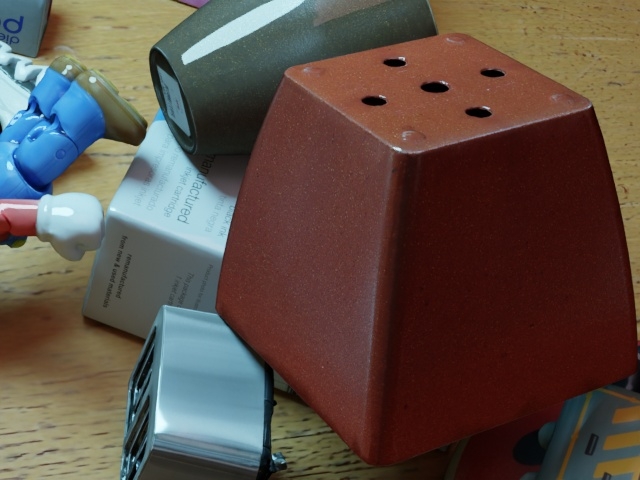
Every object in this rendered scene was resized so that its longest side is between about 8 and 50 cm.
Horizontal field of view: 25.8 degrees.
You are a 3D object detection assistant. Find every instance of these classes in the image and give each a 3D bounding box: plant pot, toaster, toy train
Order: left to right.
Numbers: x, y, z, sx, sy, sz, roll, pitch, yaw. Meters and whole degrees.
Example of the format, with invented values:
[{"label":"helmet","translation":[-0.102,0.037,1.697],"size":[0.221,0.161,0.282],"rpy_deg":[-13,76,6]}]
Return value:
[{"label":"toaster","translation":[-0.106,0.163,1.212],"size":[0.110,0.185,0.168],"rpy_deg":[13,45,-16]},{"label":"plant pot","translation":[-0.036,-0.169,1.324],"size":[0.230,0.215,0.215],"rpy_deg":[-22,58,-17]},{"label":"plant pot","translation":[0.087,-0.018,1.129],"size":[0.267,0.235,0.267],"rpy_deg":[-16,34,-27]},{"label":"toy train","translation":[0.245,0.232,1.116],"size":[0.190,0.142,0.334],"rpy_deg":[19,58,13]}]

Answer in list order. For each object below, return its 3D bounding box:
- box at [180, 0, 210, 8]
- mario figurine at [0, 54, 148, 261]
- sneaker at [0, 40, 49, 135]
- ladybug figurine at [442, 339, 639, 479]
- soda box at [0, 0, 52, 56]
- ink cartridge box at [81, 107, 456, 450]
[{"label":"box","translation":[-0.078,-0.384,1.721],"size":[0.243,0.213,0.117],"rpy_deg":[19,44,-5]},{"label":"mario figurine","translation":[-0.296,-0.012,1.295],"size":[0.170,0.198,0.320],"rpy_deg":[45,81,-1]},{"label":"sneaker","translation":[-0.386,-0.173,1.485],"size":[0.292,0.110,0.118],"rpy_deg":[34,54,13]},{"label":"ladybug figurine","translation":[0.308,0.225,1.330],"size":[0.449,0.162,0.305],"rpy_deg":[-22,59,-35]},{"label":"soda box","translation":[-0.447,-0.303,1.583],"size":[0.286,0.098,0.091],"rpy_deg":[14,45,-10]},{"label":"ink cartridge box","translation":[0.000,0.000,1.419],"size":[0.395,0.166,0.285],"rpy_deg":[21,45,-2]}]
